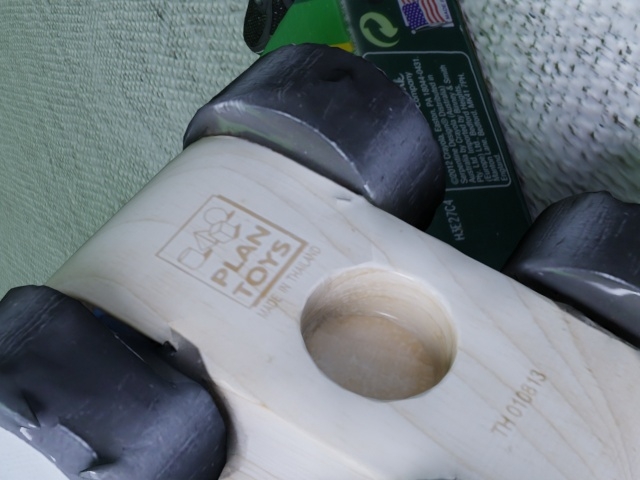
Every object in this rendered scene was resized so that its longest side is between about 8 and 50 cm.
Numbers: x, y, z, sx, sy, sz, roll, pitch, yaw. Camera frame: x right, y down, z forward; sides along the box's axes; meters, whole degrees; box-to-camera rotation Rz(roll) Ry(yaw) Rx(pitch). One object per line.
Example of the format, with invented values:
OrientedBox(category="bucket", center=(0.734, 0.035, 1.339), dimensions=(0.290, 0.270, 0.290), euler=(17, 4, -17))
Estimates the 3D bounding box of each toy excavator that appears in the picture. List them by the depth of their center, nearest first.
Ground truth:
OrientedBox(category="toy excavator", center=(-0.075, 0.127, 0.594), dimensions=(0.433, 0.222, 0.445), euler=(28, 140, 13))

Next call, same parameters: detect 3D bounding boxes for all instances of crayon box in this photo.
OrientedBox(category="crayon box", center=(0.000, 0.000, 0.749), dimensions=(0.318, 0.081, 0.202), euler=(-49, 52, 56))

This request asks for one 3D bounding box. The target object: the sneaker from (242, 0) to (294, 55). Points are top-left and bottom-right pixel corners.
OrientedBox(category="sneaker", center=(-0.030, -0.196, 0.780), dimensions=(0.178, 0.077, 0.072), euler=(111, 145, -43))
